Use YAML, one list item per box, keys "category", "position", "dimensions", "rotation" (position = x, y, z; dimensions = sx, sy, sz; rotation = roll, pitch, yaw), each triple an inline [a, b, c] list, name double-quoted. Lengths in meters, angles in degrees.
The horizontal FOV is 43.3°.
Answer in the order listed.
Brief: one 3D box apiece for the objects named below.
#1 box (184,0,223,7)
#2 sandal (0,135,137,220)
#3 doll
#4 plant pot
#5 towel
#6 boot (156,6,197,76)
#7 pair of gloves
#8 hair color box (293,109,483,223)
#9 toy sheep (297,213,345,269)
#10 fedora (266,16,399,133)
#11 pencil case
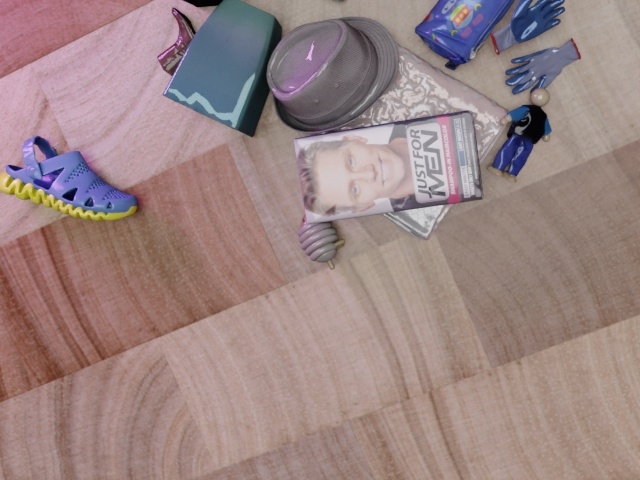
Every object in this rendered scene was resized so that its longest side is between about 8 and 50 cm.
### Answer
- category: "box"
  position: [-0.237, -0.561, 1.546]
  dimensions: [0.103, 0.261, 0.185]
  rotation: [-3, 99, 9]
- category: "sandal"
  position: [-0.541, -0.131, 1.736]
  dimensions: [0.317, 0.126, 0.138]
  rotation: [18, 97, 4]
- category: "doll"
  position: [0.400, -0.213, 1.597]
  dimensions: [0.129, 0.046, 0.189]
  rotation: [19, 104, -29]
- category: "plant pot"
  position: [-0.177, -0.354, 1.627]
  dimensions: [0.165, 0.166, 0.234]
  rotation: [25, 94, 4]
- category: "towel"
  position: [0.165, -0.209, 1.645]
  dimensions: [0.331, 0.053, 0.317]
  rotation: [32, 102, 2]
- category: "boot"
  position: [-0.312, -0.416, 1.698]
  dimensions: [0.114, 0.037, 0.106]
  rotation: [-39, 89, 17]
- category: "pair of gloves"
  position: [0.413, -0.380, 1.555]
  dimensions: [0.159, 0.023, 0.198]
  rotation: [-31, 123, 4]
- category: "hair color box"
  position: [0.135, -0.143, 1.581]
  dimensions: [0.347, 0.105, 0.174]
  rotation: [-8, 98, 10]
- category: "toy sheep"
  position: [0.000, 0.000, 1.687]
  dimensions: [0.091, 0.091, 0.132]
  rotation: [-31, 74, 12]
- category: "fedora"
  position: [0.002, -0.342, 1.567]
  dimensions: [0.275, 0.124, 0.244]
  rotation: [-29, 63, 19]
- category: "pencil case"
  position: [0.317, -0.475, 1.544]
  dimensions: [0.133, 0.119, 0.306]
  rotation: [43, 103, 18]
